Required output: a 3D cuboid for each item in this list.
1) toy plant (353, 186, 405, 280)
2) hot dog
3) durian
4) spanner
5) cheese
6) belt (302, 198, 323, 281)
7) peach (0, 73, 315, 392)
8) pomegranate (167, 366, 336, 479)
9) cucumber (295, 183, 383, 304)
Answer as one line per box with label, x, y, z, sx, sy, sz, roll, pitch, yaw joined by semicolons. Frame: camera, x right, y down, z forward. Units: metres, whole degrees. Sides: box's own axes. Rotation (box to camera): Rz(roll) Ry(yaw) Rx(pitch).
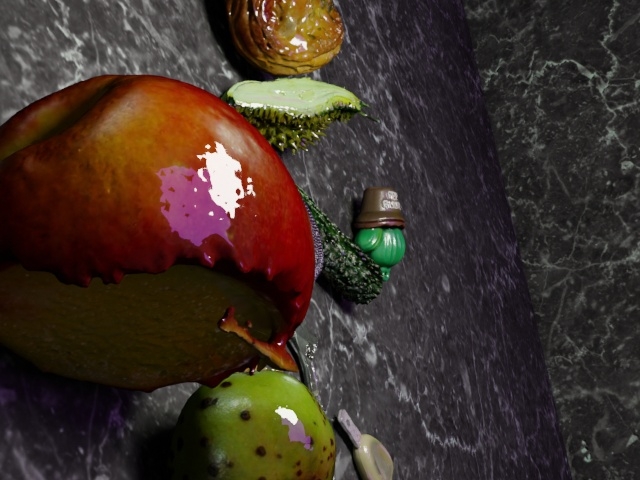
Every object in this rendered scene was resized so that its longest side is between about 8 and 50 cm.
toy plant;0.126;-0.013;1.940;0.143;0.105;0.200;6;80;-55
hot dog;-0.061;-0.467;1.713;0.387;0.174;0.267;-78;154;-55
durian;-0.047;-0.238;1.681;0.375;0.106;0.132;-5;68;-43
spanner;-0.013;0.270;1.546;0.093;0.026;0.325;9;67;-62
cheese;0.078;0.380;1.653;0.192;0.037;0.097;58;27;-29
belt;-0.110;-0.030;1.394;0.325;0.122;0.260;13;52;-61
peach;-0.187;-0.015;0.981;0.406;0.335;0.310;33;46;-46
pomegranate;-0.090;0.277;1.189;0.286;0.231;0.231;-147;-142;-84
cucumber;0.000;0.000;1.659;0.359;0.096;0.096;46;36;-46
